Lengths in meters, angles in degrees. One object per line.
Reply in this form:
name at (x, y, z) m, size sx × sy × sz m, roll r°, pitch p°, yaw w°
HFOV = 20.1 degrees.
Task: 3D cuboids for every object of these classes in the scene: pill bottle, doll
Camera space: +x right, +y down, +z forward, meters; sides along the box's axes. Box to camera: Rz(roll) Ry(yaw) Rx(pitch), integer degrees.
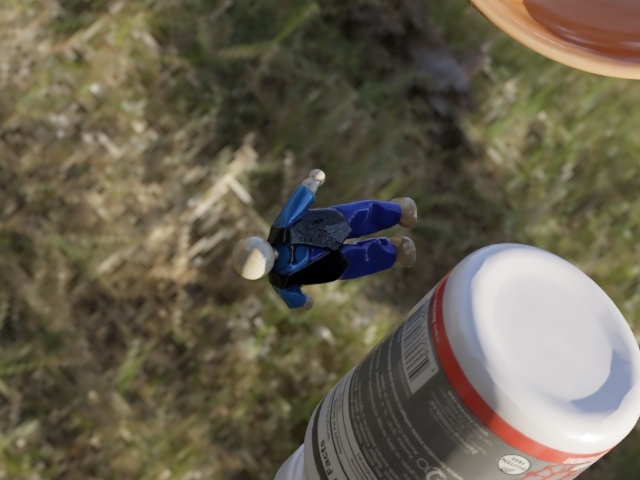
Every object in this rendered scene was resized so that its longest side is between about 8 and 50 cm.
pill bottle at (0.113, 0.181, 1.667) m, size 0.210 × 0.363 × 0.210 m, roll 20°, pitch 46°, yaw -23°
doll at (0.000, 0.000, 1.591) m, size 0.189 × 0.129 × 0.046 m, roll -12°, pitch 22°, yaw -36°

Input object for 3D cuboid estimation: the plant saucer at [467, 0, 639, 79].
plant saucer at (0.124, -0.162, 0.687) m, size 0.200 × 0.200 × 0.037 m, roll 47°, pitch 1°, yaw -11°
